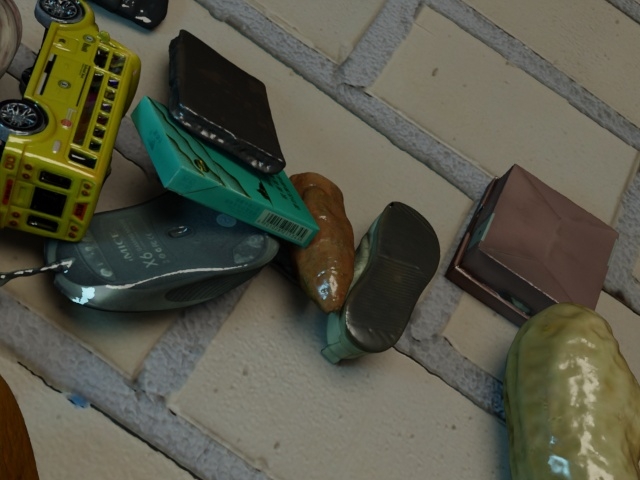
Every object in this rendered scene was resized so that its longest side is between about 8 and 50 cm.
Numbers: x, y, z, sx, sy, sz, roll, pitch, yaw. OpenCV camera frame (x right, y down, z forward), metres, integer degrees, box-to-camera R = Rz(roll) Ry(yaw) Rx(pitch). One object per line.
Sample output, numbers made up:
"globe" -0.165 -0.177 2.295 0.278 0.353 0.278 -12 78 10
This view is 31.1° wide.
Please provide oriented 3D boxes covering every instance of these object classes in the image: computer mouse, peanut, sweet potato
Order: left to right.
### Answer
"computer mouse" -0.224 0.026 1.403 0.379 0.090 0.167 -10 46 -28
"sweet potato" 0.000 0.000 1.510 0.097 0.097 0.252 14 35 -20
"peanut" 0.339 0.264 1.500 0.192 0.169 0.387 15 56 -24

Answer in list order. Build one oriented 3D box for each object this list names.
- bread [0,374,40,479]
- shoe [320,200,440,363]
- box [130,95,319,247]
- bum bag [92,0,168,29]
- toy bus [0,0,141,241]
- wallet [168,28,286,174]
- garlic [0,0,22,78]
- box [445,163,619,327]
"bread" -0.343 0.293 1.081 0.183 0.236 0.389 -7 71 -12
"shoe" 0.076 0.055 1.544 0.103 0.098 0.275 41 47 -9
"box" -0.118 -0.084 1.433 0.226 0.042 0.161 24 22 -39
"bum bag" -0.330 -0.387 1.646 0.248 0.060 0.123 19 53 -18
"toy bus" -0.313 -0.156 1.414 0.151 0.145 0.331 16 43 -11
"wallet" -0.130 -0.187 1.532 0.165 0.042 0.309 28 21 -20
"garlic" -0.488 -0.201 1.365 0.245 0.245 0.253 9 91 -24
"box" 0.321 0.022 1.704 0.215 0.086 0.215 34 50 -4
